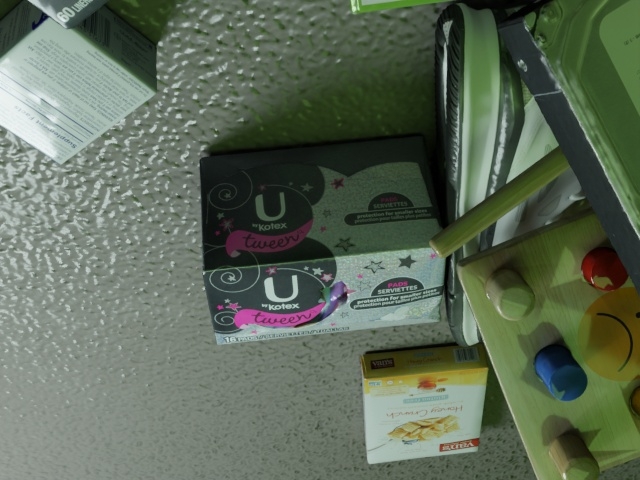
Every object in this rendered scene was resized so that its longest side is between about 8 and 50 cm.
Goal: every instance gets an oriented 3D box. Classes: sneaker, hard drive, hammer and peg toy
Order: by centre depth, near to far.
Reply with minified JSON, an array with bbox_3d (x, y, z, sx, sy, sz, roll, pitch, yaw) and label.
[{"bbox_3d":[0.327,-0.092,0.865,0.236,0.064,0.339,-32,102,-9],"label":"hard drive"},{"bbox_3d":[0.261,0.042,0.988,0.265,0.127,0.361,-23,104,4],"label":"hammer and peg toy"},{"bbox_3d":[0.251,-0.050,1.087,0.257,0.169,0.448,-5,137,0],"label":"sneaker"}]

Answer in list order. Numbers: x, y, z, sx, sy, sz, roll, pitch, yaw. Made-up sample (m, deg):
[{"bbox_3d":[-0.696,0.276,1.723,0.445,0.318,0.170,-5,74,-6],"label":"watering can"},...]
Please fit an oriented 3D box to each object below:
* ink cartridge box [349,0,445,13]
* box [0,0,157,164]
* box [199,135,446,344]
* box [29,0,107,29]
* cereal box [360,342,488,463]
[{"bbox_3d":[0.048,-0.320,0.730,0.097,0.189,0.255,-7,139,2],"label":"ink cartridge box"},{"bbox_3d":[-0.243,-0.157,0.969,0.137,0.072,0.126,-31,134,25],"label":"box"},{"bbox_3d":[0.000,0.000,1.115,0.247,0.163,0.142,-6,141,-1],"label":"box"},{"bbox_3d":[-0.223,-0.311,0.739,0.165,0.143,0.270,-32,133,26],"label":"box"},{"bbox_3d":[0.147,0.239,1.502,0.172,0.047,0.240,-6,139,0],"label":"cereal box"}]
